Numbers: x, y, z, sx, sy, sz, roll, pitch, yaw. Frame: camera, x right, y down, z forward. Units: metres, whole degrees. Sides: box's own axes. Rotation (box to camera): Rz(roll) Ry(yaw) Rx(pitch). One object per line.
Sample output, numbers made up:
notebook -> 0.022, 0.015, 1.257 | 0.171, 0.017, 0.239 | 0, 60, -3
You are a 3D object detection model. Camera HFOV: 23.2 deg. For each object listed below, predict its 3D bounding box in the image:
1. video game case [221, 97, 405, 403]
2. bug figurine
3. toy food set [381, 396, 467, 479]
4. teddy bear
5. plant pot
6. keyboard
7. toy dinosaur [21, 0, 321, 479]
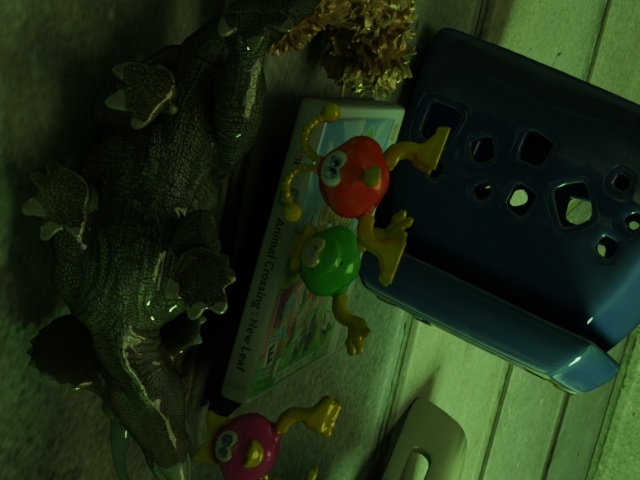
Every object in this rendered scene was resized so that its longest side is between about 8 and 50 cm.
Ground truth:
video game case -> 0.000, 0.000, 1.047 | 0.212, 0.023, 0.193 | -16, 123, -74
bug figurine -> -0.014, 0.063, 0.859 | 0.216, 0.072, 0.279 | 90, 20, -83
toy food set -> 0.060, 0.337, 1.521 | 0.220, 0.092, 0.306 | -61, 163, -58
teddy bear -> 0.058, -0.199, 0.929 | 0.338, 0.113, 0.245 | 1, 110, -69
plant pot -> 0.170, -0.009, 1.245 | 0.212, 0.236, 0.236 | -63, 161, -1
keyboard -> -0.043, 0.028, 1.015 | 0.108, 0.023, 0.180 | -36, 141, -68
toy dinosaur -> -0.077, -0.038, 0.756 | 0.160, 0.121, 0.314 | 155, -51, -75
